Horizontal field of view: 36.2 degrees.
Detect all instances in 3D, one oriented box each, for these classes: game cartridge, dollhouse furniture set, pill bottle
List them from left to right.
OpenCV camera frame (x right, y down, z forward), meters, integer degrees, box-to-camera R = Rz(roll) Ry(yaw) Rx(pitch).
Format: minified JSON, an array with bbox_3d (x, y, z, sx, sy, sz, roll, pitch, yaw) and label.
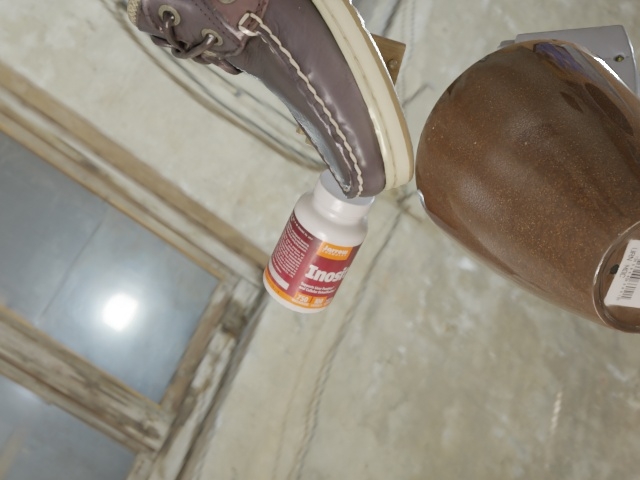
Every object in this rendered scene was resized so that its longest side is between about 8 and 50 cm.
[{"bbox_3d":[0.000,0.000,1.078,0.086,0.086,0.152,-83,-164,-56],"label":"pill bottle"},{"bbox_3d":[0.049,-0.168,1.112,0.151,0.123,0.144,-143,-113,-68],"label":"dollhouse furniture set"},{"bbox_3d":[0.300,-0.145,1.229,0.196,0.060,0.294,-2,-124,30],"label":"game cartridge"}]

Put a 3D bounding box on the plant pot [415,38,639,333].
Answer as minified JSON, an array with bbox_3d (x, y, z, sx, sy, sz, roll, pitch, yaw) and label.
[{"bbox_3d":[0.217,-0.028,0.813,0.215,0.215,0.230,-50,-150,14],"label":"plant pot"}]

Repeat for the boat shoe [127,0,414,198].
[{"bbox_3d":[-0.057,-0.134,0.493,0.092,0.285,0.103,-33,-179,-9],"label":"boat shoe"}]
